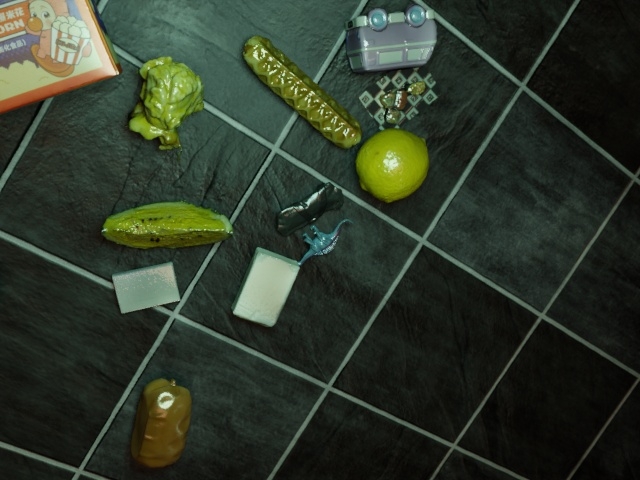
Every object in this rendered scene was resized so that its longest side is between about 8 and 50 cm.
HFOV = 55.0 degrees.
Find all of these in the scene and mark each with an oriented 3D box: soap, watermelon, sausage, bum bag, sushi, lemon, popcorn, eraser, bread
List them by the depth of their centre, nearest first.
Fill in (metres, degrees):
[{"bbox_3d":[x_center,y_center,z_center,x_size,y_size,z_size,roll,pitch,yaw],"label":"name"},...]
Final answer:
[{"bbox_3d":[-0.342,-0.301,1.363,0.173,0.168,0.195,30,95,-19],"label":"popcorn"},{"bbox_3d":[-0.356,-0.028,1.462,0.300,0.129,0.123,0,104,-11],"label":"watermelon"},{"bbox_3d":[-0.039,-0.352,1.487,0.367,0.084,0.077,38,133,-24],"label":"bread"},{"bbox_3d":[-0.434,0.118,1.540,0.150,0.023,0.104,-12,109,-12],"label":"eraser"},{"bbox_3d":[0.184,-0.194,1.546,0.203,0.178,0.178,-38,112,-1],"label":"lemon"},{"bbox_3d":[0.215,-0.374,1.578,0.201,0.031,0.139,-40,112,-2],"label":"sushi"},{"bbox_3d":[-0.032,-0.084,1.586,0.197,0.049,0.087,-31,136,-6],"label":"bum bag"},{"bbox_3d":[-0.142,0.124,1.599,0.121,0.064,0.183,22,99,-15],"label":"soap"},{"bbox_3d":[-0.413,0.473,1.599,0.136,0.120,0.241,2,105,-32],"label":"sausage"}]

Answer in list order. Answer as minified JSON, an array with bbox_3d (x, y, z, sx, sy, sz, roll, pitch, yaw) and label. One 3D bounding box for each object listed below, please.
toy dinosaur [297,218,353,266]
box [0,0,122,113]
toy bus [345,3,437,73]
[{"bbox_3d":[0.000,0.000,1.621,0.197,0.045,0.080,-38,119,6],"label":"toy dinosaur"},{"bbox_3d":[-0.596,-0.390,1.184,0.348,0.318,0.257,-22,109,-8],"label":"box"},{"bbox_3d":[0.171,-0.481,1.478,0.202,0.142,0.142,-10,103,-12],"label":"toy bus"}]
